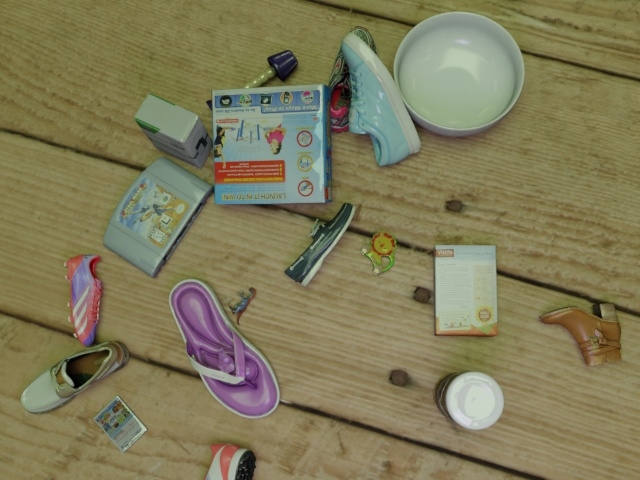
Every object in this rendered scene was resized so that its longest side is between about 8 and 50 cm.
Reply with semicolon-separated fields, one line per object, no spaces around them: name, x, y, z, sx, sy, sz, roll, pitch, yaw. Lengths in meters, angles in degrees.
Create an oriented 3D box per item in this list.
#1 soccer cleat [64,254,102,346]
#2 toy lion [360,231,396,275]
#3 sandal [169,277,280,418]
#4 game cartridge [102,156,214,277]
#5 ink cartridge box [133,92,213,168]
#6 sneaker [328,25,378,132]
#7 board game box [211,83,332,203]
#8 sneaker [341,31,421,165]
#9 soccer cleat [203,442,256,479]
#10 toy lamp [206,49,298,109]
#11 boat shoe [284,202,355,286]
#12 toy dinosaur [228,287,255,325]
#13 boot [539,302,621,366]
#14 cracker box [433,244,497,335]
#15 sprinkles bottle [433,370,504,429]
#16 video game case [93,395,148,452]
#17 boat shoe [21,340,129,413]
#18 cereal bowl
soccer cleat;-0.620;0.156;1.930;0.095;0.083;0.248;-12;75;-3
toy lion;0.162;0.030;1.919;0.096;0.034;0.100;-28;78;-9
sandal;-0.267;0.285;1.857;0.169;0.102;0.416;-39;81;3
game cartridge;-0.451;-0.072;1.975;0.198;0.062;0.297;31;83;5
ink cartridge box;-0.385;-0.288;1.934;0.153;0.208;0.087;25;79;8
sneaker;0.085;-0.447;1.978;0.121;0.112;0.299;12;79;7
board game box;-0.126;-0.247;1.904;0.308;0.086;0.302;0;94;14
sneaker;0.125;-0.352;1.879;0.150;0.135;0.366;-33;109;-3
soccer cleat;-0.255;0.664;1.797;0.116;0.109;0.318;10;82;29
toy lamp;-0.185;-0.433;2.014;0.275;0.080;0.080;-37;78;-1
boat shoe;0.000;0.000;1.907;0.079;0.095;0.254;34;92;-1
toy dinosaur;-0.203;0.164;1.925;0.082;0.047;0.090;-26;111;-10
boot;0.656;0.240;1.817;0.197;0.073;0.152;-6;82;6
cracker box;0.370;0.129;1.862;0.156;0.067;0.232;1;80;4
sprinkles bottle;0.333;0.364;1.670;0.121;0.355;0.121;-1;79;4
video game case;-0.521;0.479;1.890;0.087;0.011;0.122;-44;79;-4
boat shoe;-0.651;0.348;1.878;0.302;0.103;0.113;-32;78;-2
cereal bowl;0.362;-0.429;1.937;0.339;0.141;0.339;-1;79;4
